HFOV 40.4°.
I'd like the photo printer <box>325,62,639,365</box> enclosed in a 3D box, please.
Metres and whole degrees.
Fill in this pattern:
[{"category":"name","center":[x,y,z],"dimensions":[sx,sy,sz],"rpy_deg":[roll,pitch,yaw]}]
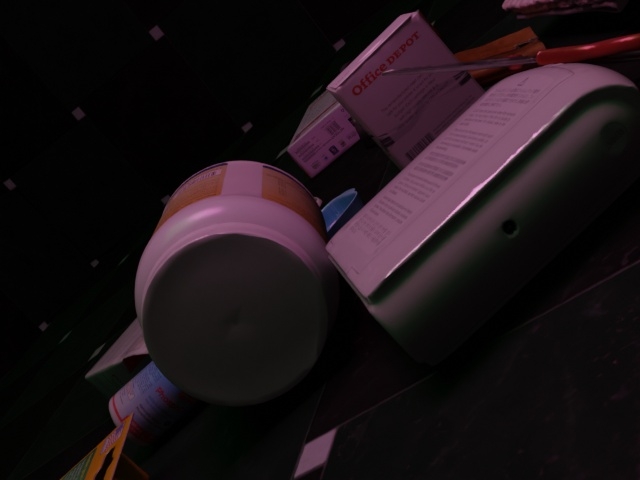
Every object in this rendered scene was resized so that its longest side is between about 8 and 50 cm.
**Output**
[{"category":"photo printer","center":[0.155,-0.044,0.821],"dimensions":[0.307,0.107,0.256],"rpy_deg":[-44,13,0]}]

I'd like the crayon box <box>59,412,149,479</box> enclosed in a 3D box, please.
[{"category":"crayon box","center":[-0.314,0.371,1.005],"dimensions":[0.323,0.083,0.203],"rpy_deg":[-43,14,10]}]

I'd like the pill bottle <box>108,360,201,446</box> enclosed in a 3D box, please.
[{"category":"pill bottle","center":[-0.203,0.198,1.177],"dimensions":[0.160,0.087,0.087],"rpy_deg":[-42,14,10]}]

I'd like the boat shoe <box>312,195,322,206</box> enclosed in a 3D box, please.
[{"category":"boat shoe","center":[-0.086,-0.059,1.575],"dimensions":[0.109,0.091,0.305],"rpy_deg":[-48,14,-13]}]

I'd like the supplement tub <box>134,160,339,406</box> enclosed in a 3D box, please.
[{"category":"supplement tub","center":[-0.096,0.040,1.035],"dimensions":[0.228,0.228,0.316],"rpy_deg":[-42,14,9]}]

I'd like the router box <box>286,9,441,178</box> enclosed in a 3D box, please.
[{"category":"router box","center":[0.098,-0.310,1.799],"dimensions":[0.335,0.082,0.301],"rpy_deg":[-38,15,24]}]

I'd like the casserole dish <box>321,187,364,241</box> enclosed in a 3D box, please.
[{"category":"casserole dish","center":[0.000,0.000,1.281],"dimensions":[0.188,0.037,0.114],"rpy_deg":[-51,15,-20]}]

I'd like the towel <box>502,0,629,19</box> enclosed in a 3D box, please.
[{"category":"towel","center":[0.389,-0.430,1.122],"dimensions":[0.317,0.053,0.332],"rpy_deg":[-57,14,6]}]

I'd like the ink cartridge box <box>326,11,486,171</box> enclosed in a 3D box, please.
[{"category":"ink cartridge box","center":[0.123,-0.170,1.100],"dimensions":[0.139,0.191,0.082],"rpy_deg":[-43,14,3]}]

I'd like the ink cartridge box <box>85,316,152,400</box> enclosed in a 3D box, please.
[{"category":"ink cartridge box","center":[-0.206,0.115,1.398],"dimensions":[0.308,0.091,0.385],"rpy_deg":[-51,14,-29]}]

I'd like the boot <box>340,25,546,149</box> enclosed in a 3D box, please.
[{"category":"boot","center":[0.172,-0.255,1.261],"dimensions":[0.280,0.096,0.264],"rpy_deg":[-24,19,10]}]

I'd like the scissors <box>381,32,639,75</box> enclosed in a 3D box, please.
[{"category":"scissors","center":[0.218,-0.181,0.886],"dimensions":[0.297,0.021,0.109],"rpy_deg":[-4,6,25]}]
